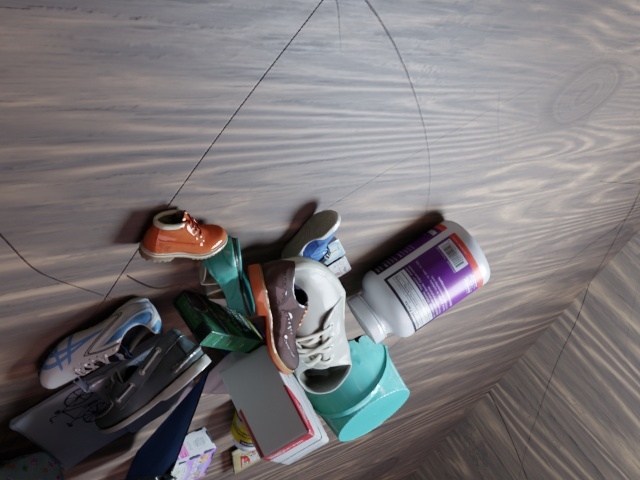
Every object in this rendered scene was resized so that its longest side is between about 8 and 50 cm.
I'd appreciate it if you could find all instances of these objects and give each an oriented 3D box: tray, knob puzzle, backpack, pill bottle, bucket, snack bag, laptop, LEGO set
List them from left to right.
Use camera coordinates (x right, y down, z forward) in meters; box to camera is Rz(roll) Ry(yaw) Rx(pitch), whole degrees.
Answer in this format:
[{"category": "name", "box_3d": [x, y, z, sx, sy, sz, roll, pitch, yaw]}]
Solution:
[{"category": "backpack", "box_3d": [-0.595, 0.492, 1.453, 0.115, 0.152, 0.182, -28, 172, 27]}, {"category": "laptop", "box_3d": [-0.450, 0.461, 1.490, 0.407, 0.236, 0.382, 7, 137, -40]}, {"category": "snack bag", "box_3d": [-0.428, 0.341, 1.532, 0.342, 0.037, 0.323, -29, 152, -14]}, {"category": "pill bottle", "box_3d": [-0.180, 0.479, 1.953, 0.103, 0.103, 0.184, -20, 147, -30]}, {"category": "tray", "box_3d": [-0.156, 0.311, 1.708, 0.145, 0.030, 0.270, -46, 150, 20]}, {"category": "knob puzzle", "box_3d": [-0.181, 0.612, 2.233, 0.213, 0.030, 0.213, -27, 150, -17]}, {"category": "LEGO set", "box_3d": [-0.008, 0.102, 1.633, 0.182, 0.060, 0.244, -32, 153, -2]}, {"category": "bucket", "box_3d": [0.102, 0.421, 2.103, 0.281, 0.183, 0.281, -28, 151, -17]}, {"category": "pill bottle", "box_3d": [0.228, 0.105, 1.771, 0.323, 0.181, 0.181, -33, 152, -6]}]

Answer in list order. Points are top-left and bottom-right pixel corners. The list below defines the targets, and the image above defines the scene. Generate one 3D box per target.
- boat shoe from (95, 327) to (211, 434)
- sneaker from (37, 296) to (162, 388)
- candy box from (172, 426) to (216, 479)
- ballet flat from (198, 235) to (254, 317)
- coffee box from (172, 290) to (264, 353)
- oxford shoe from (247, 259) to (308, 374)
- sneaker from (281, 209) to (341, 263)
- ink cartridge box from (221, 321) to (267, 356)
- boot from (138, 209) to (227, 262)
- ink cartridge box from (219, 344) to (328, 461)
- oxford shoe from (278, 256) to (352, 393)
[{"category": "boat shoe", "box_3d": [-0.332, 0.262, 1.388, 0.319, 0.099, 0.116, -35, -175, 34]}, {"category": "sneaker", "box_3d": [-0.385, 0.191, 1.301, 0.237, 0.086, 0.085, -34, 154, -2]}, {"category": "candy box", "box_3d": [-0.381, 0.579, 1.910, 0.196, 0.070, 0.165, -16, 146, -36]}, {"category": "ballet flat", "box_3d": [-0.178, 0.071, 1.383, 0.087, 0.083, 0.247, -8, 148, -2]}, {"category": "coffee box", "box_3d": [-0.195, 0.160, 1.446, 0.040, 0.113, 0.184, -46, 150, 10]}, {"category": "oxford shoe", "box_3d": [-0.063, 0.151, 1.417, 0.098, 0.097, 0.271, -14, 130, -3]}, {"category": "sneaker", "box_3d": [0.000, -0.001, 1.476, 0.152, 0.058, 0.084, -45, 146, 23]}, {"category": "ink cartridge box", "box_3d": [-0.152, 0.266, 1.723, 0.097, 0.046, 0.207, -34, 152, -5]}, {"category": "boot", "box_3d": [-0.213, -0.014, 1.220, 0.157, 0.059, 0.085, -9, 136, -40]}, {"category": "ink cartridge box", "box_3d": [-0.090, 0.353, 1.565, 0.114, 0.197, 0.273, -30, 159, -1]}, {"category": "oxford shoe", "box_3d": [-0.017, 0.190, 1.575, 0.169, 0.130, 0.449, -11, 141, 3]}]
